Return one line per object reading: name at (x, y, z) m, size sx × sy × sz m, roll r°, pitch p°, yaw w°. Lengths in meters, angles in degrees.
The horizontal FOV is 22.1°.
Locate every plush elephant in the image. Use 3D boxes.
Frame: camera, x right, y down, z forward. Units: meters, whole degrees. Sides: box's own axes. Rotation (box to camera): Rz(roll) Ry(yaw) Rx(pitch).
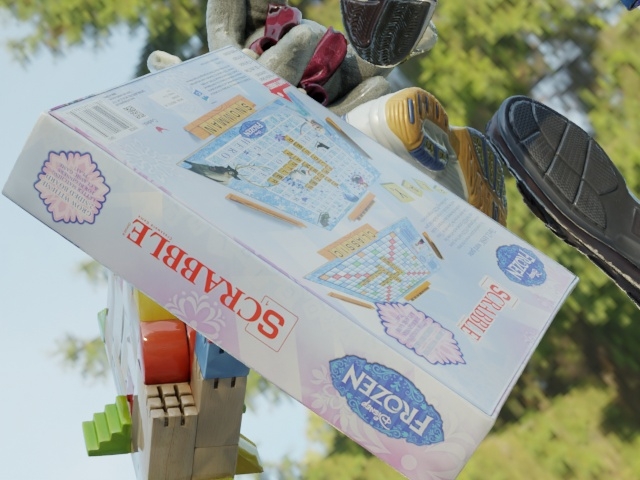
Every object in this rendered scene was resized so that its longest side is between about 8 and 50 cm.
plush elephant at (-0.057, -0.198, 2.020) m, size 0.330 × 0.272 × 0.255 m, roll -52°, pitch 4°, yaw 16°

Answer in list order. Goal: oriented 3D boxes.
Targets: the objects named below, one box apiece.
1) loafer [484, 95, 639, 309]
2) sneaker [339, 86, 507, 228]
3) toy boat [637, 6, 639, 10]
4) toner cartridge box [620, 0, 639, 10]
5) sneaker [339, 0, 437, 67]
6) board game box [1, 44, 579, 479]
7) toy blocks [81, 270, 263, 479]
loafer at (0.269, -0.018, 1.640) m, size 0.095 × 0.302 × 0.109 m, roll -39°, pitch 18°, yaw 45°
sneaker at (0.114, -0.082, 1.895) m, size 0.131 × 0.112 × 0.296 m, roll -13°, pitch -33°, yaw 29°
toy boat at (0.421, -0.283, 1.815) m, size 0.148 × 0.318 × 0.267 m, roll -39°, pitch -56°, yaw 23°
toner cartridge box at (0.383, -0.358, 1.497) m, size 0.165 × 0.075 × 0.348 m, roll -29°, pitch -14°, yaw -24°
sneaker at (0.113, -0.294, 1.463) m, size 0.162 × 0.106 × 0.281 m, roll -11°, pitch -64°, yaw -48°
board game box at (0.000, 0.000, 1.082) m, size 0.066 × 0.318 × 0.318 m, roll -59°, pitch -8°, yaw 21°
toy blocks at (-0.161, 0.102, 1.793) m, size 0.190 × 0.381 × 0.261 m, roll -3°, pitch -53°, yaw -16°
